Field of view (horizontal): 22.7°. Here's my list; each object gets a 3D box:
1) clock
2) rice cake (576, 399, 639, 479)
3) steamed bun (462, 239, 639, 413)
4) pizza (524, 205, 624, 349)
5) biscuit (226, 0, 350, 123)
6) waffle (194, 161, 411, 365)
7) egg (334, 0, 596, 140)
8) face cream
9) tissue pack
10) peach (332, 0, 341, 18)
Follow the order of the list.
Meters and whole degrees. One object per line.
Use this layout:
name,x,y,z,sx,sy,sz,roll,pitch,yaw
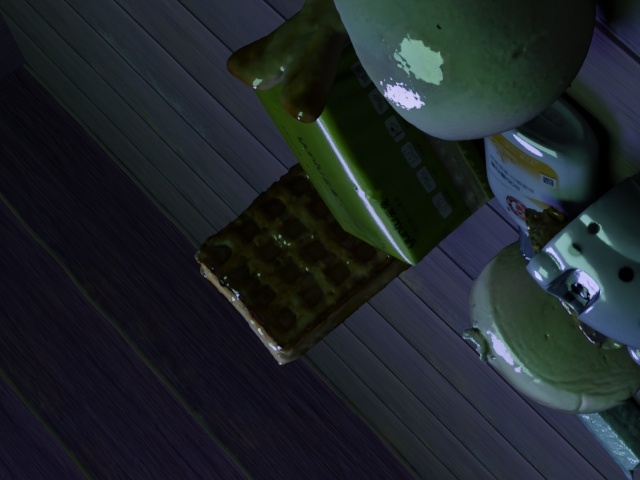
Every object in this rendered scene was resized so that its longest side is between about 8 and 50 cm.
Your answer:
clock,0.336,0.062,1.473,0.254,0.189,0.189,48,167,9
rice cake,0.366,0.214,2.086,0.206,0.063,0.069,49,162,4
steamed bun,0.272,0.122,1.944,0.238,0.152,0.170,52,169,5
pizza,0.265,0.027,1.650,0.161,0.062,0.182,49,-165,-4
biscuit,0.006,-0.235,1.744,0.047,0.208,0.164,37,-179,-43
waffle,0.000,0.000,2.196,0.213,0.308,0.091,46,171,23
egg,0.111,-0.196,1.387,0.271,0.162,0.206,42,137,-8
face cream,0.236,-0.062,1.721,0.144,0.071,0.291,40,165,23
tissue pack,0.057,-0.137,1.917,0.274,0.167,0.200,56,167,-26
peach,0.085,-0.266,1.569,0.152,0.152,0.152,48,167,14
